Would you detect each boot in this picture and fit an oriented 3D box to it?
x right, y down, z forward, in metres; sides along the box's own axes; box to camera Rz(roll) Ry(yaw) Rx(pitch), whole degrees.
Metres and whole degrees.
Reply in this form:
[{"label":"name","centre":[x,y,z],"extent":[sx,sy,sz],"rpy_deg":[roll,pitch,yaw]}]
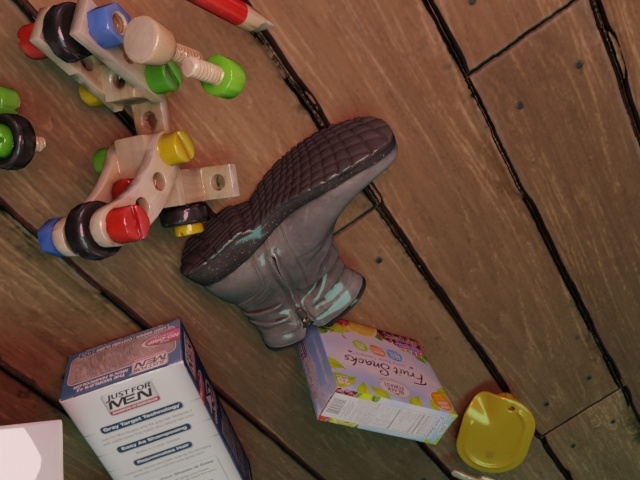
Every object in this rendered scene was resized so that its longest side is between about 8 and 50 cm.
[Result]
[{"label":"boot","centre":[0.000,0.000,0.806],"extent":[0.338,0.118,0.223],"rpy_deg":[-33,125,18]}]

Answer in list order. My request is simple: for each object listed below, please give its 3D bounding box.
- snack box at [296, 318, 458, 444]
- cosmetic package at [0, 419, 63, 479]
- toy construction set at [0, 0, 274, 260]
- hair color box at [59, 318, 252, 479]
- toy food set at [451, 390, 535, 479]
[{"label":"snack box","centre":[0.079,0.205,0.892],"extent":[0.207,0.174,0.070],"rpy_deg":[18,114,-22]},{"label":"cosmetic package","centre":[-0.528,0.288,0.691],"extent":[0.378,0.097,0.284],"rpy_deg":[4,157,-34]},{"label":"toy construction set","centre":[-0.165,-0.130,0.640],"extent":[0.309,0.257,0.237],"rpy_deg":[-34,167,24]},{"label":"hair color box","centre":[-0.232,0.301,0.908],"extent":[0.174,0.105,0.347],"rpy_deg":[-18,122,-4]},{"label":"toy food set","centre":[0.321,0.362,1.115],"extent":[0.128,0.071,0.217],"rpy_deg":[12,116,6]}]
